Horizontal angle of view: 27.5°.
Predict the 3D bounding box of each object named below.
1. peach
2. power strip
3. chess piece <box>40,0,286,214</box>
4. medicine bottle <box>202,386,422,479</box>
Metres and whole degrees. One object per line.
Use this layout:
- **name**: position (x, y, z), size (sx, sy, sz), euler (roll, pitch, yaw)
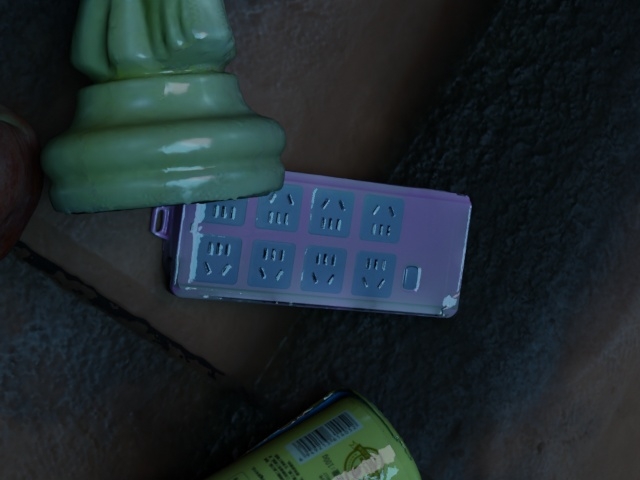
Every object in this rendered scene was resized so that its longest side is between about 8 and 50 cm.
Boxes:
- **peach**: position (-0.270, -0.034, 0.890), size (0.152, 0.152, 0.152), euler (-4, 99, -24)
- **power strip**: position (0.000, 0.000, 1.067), size (0.279, 0.037, 0.109), euler (6, 94, -25)
- **chess piece**: position (-0.118, -0.168, 0.903), size (0.176, 0.176, 0.298), euler (-6, 95, -23)
- **medicine bottle**: position (-0.042, 0.225, 1.038), size (0.239, 0.124, 0.124), euler (-29, 108, -17)
